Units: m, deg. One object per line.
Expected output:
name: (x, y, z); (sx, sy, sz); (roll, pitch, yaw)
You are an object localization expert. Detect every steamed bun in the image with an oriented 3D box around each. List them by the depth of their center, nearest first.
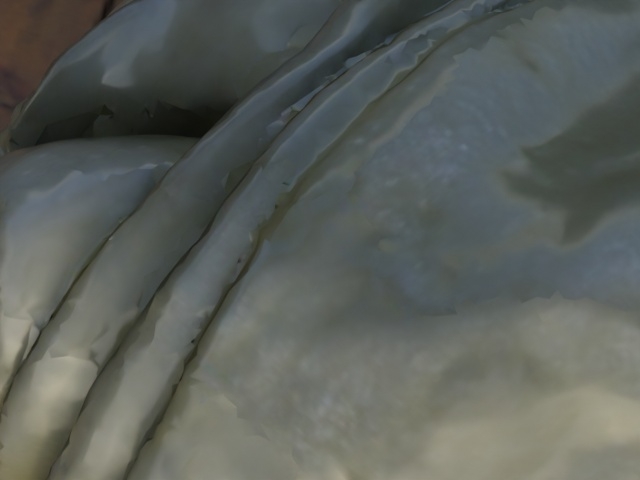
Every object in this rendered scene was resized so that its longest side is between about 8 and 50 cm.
steamed bun: (-0.002, 0.002, 0.524); (0.276, 0.289, 0.203); (-40, 113, 22)
